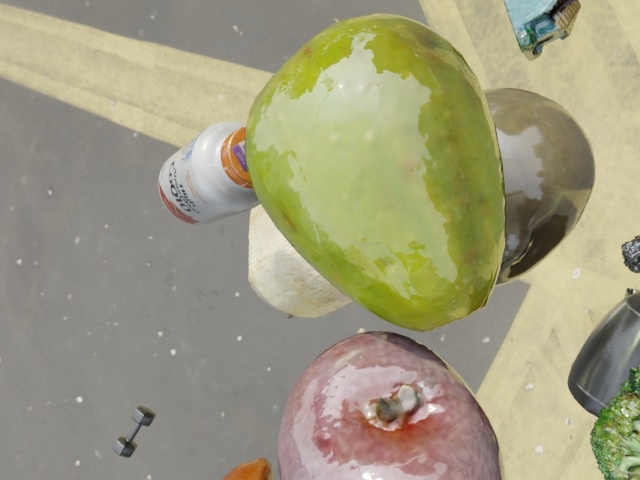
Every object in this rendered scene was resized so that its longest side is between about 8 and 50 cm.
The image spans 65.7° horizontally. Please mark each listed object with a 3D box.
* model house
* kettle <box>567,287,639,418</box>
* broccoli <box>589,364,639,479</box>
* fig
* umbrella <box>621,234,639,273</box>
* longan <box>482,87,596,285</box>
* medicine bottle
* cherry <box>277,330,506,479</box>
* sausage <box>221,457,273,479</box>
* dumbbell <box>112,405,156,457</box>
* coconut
[{"bbox_3d":[0.694,-0.698,1.458,0.249,0.280,0.229,-18,92,31],"label":"model house"},{"bbox_3d":[0.633,0.225,0.981,0.207,0.251,0.271,22,118,30],"label":"kettle"},{"bbox_3d":[0.451,0.240,0.545,0.254,0.269,0.269,-23,76,4],"label":"broccoli"},{"bbox_3d":[0.069,-0.066,0.515,0.258,0.258,0.326,-37,69,24],"label":"fig"},{"bbox_3d":[1.046,0.001,1.412,0.337,0.154,0.128,-20,40,9],"label":"umbrella"},{"bbox_3d":[0.304,-0.091,0.895,0.361,0.361,0.360,-1,88,30],"label":"longan"},{"bbox_3d":[-0.180,-0.121,0.901,0.289,0.157,0.157,-11,82,56],"label":"medicine bottle"},{"bbox_3d":[0.074,0.238,0.525,0.221,0.307,0.261,-21,41,1],"label":"cherry"},{"bbox_3d":[-0.111,0.351,0.505,0.083,0.300,0.089,11,116,4],"label":"sausage"},{"bbox_3d":[-0.318,0.326,0.845,0.036,0.040,0.083,20,77,55],"label":"dumbbell"},{"bbox_3d":[0.000,0.000,1.364,0.405,0.405,0.404,-1,88,30],"label":"coconut"}]
